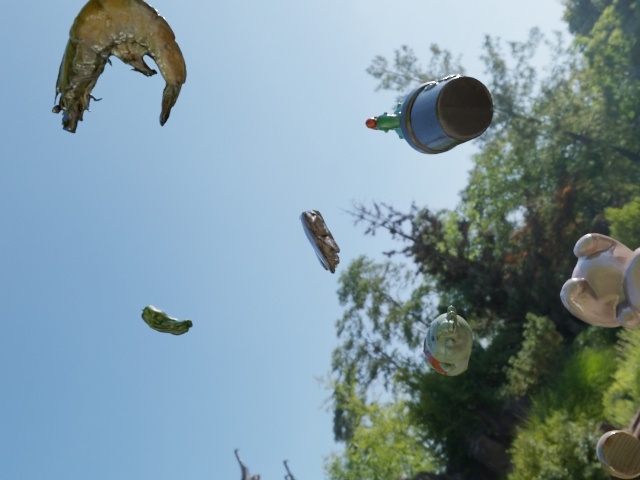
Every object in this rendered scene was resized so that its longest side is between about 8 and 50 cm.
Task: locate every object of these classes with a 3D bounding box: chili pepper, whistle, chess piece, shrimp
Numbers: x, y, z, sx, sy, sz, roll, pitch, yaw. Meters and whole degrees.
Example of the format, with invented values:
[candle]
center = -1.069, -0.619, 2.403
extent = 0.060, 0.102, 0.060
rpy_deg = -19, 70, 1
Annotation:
[chili pepper]
center = -0.265, 0.139, 0.924
extent = 0.034, 0.091, 0.030
rpy_deg = -76, 11, -50
[whistle]
center = 0.263, 0.218, 1.116
extent = 0.102, 0.106, 0.253
rpy_deg = -49, -28, -16
[chess piece]
center = 0.554, 0.393, 0.996
extent = 0.084, 0.083, 0.038
rpy_deg = -54, -22, -15
[shrimp]
center = -0.259, -0.206, 0.697
extent = 0.217, 0.150, 0.051
rpy_deg = -47, 24, 31

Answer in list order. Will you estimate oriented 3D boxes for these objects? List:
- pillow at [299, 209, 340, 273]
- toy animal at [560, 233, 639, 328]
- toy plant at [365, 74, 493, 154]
[pillow]
center = 0.000, 0.000, 1.124
extent = 0.049, 0.135, 0.248
rpy_deg = -29, 1, -3
[toy animal]
center = 0.365, 0.041, 0.554
extent = 0.124, 0.212, 0.124
rpy_deg = 3, -96, -29
[toy plant]
center = 0.296, -0.325, 1.423
extent = 0.279, 0.185, 0.400
rpy_deg = -38, 13, -7
